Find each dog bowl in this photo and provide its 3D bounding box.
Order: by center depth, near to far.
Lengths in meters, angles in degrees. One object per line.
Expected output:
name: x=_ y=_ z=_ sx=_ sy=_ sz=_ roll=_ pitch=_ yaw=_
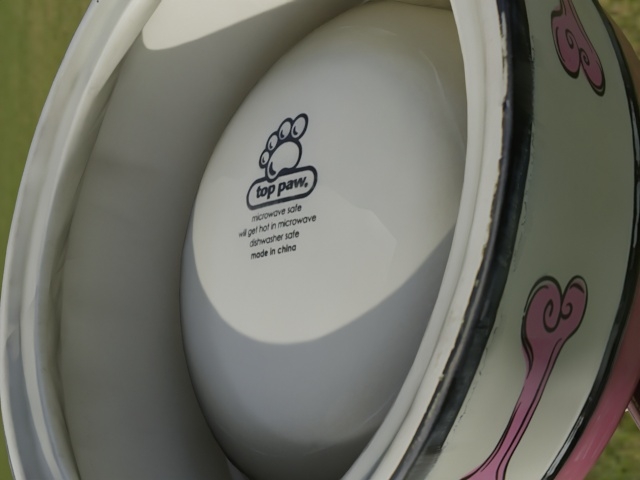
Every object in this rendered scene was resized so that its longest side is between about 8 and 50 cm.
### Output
dog bowl: x=0.000 y=0.000 z=0.782 sx=0.408 sy=0.150 sz=0.408 roll=-23 pitch=60 yaw=47

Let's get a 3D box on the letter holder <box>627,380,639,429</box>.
letter holder: x=0.364 y=0.115 z=1.078 sx=0.302 sy=0.214 sz=0.152 roll=55 pitch=155 yaw=5
